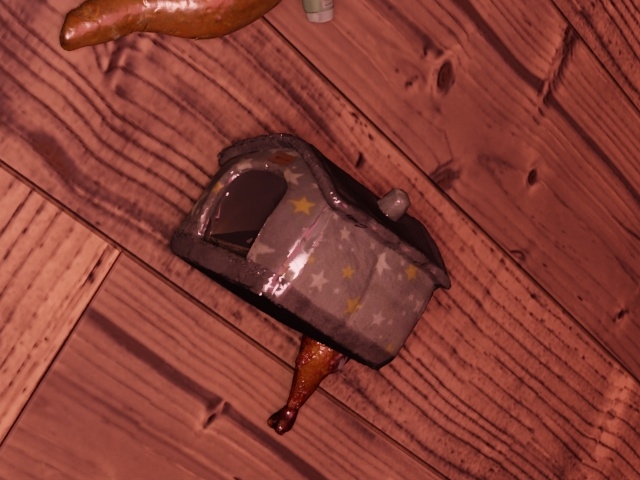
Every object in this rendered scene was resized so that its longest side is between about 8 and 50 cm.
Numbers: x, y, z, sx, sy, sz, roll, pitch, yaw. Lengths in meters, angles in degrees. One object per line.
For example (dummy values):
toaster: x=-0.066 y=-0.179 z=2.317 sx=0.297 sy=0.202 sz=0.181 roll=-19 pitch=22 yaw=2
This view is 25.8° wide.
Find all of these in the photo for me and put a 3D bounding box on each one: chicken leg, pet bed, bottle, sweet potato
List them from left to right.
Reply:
sweet potato: x=-0.076 y=-0.244 z=1.216 sx=0.346 sy=0.079 sz=0.108 roll=-44 pitch=99 yaw=-21
bottle: x=-0.006 y=-0.245 z=1.301 sx=0.030 sy=0.030 sz=0.083 roll=-28 pitch=121 yaw=-32
pet bed: x=0.000 y=0.000 z=1.281 sx=0.211 sy=0.183 sz=0.159 roll=37 pitch=81 yaw=-42
chicken leg: x=0.018 y=0.100 z=1.414 sx=0.219 sy=0.048 sz=0.089 roll=-51 pitch=149 yaw=-18
